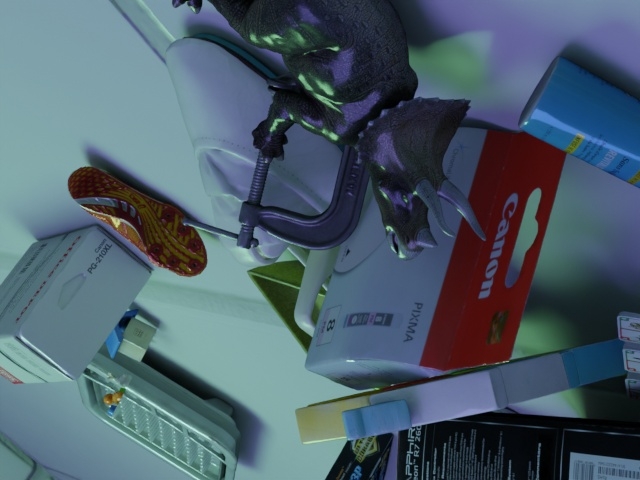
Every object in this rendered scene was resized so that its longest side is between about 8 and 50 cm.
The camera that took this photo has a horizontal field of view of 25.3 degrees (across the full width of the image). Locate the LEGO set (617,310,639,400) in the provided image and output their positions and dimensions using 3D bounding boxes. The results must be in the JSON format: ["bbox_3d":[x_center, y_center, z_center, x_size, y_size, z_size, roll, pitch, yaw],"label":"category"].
[{"bbox_3d":[0.333,0.083,0.977,0.244,0.060,0.182,8,159,18],"label":"LEGO set"}]

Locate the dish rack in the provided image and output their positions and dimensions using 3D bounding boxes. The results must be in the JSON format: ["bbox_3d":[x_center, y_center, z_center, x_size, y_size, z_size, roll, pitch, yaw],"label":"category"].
[{"bbox_3d":[-0.236,0.263,2.159,0.285,0.072,0.333,30,158,7],"label":"dish rack"}]

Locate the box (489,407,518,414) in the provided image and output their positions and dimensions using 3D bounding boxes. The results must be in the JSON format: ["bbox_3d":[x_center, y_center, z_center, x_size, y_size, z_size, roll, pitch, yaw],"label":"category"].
[{"bbox_3d":[0.147,0.337,1.551,0.076,0.242,0.307,28,157,13],"label":"box"}]

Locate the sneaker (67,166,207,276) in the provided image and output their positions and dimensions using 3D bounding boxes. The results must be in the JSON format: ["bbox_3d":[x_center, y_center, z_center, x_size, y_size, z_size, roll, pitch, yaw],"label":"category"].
[{"bbox_3d":[-0.191,-0.024,1.529,0.175,0.064,0.067,38,178,3],"label":"sneaker"}]

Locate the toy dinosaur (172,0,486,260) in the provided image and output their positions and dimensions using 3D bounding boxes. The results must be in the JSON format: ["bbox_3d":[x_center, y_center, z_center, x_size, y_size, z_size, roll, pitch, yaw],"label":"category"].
[{"bbox_3d":[0.001,-0.139,0.962,0.160,0.121,0.314,-6,122,44],"label":"toy dinosaur"}]

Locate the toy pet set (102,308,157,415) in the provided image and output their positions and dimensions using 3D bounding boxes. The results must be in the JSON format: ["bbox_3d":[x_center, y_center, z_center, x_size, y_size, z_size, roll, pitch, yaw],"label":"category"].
[{"bbox_3d":[-0.273,0.152,1.919,0.065,0.122,0.114,27,139,-4],"label":"toy pet set"}]

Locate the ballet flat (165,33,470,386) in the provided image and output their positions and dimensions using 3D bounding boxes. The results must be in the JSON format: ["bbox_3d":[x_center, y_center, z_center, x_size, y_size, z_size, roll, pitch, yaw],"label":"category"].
[{"bbox_3d":[0.000,0.000,1.197,0.400,0.139,0.139,44,156,-24],"label":"ballet flat"}]

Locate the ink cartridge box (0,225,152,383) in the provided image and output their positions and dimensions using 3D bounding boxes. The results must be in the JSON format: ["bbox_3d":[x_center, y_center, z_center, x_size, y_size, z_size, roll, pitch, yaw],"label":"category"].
[{"bbox_3d":[-0.334,0.084,1.780,0.100,0.172,0.237,41,157,-20],"label":"ink cartridge box"}]

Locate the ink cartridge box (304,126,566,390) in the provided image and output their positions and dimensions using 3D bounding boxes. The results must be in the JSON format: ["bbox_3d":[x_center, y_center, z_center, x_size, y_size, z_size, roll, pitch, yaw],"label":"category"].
[{"bbox_3d":[0.078,0.003,1.015,0.066,0.189,0.232,22,162,-15],"label":"ink cartridge box"}]

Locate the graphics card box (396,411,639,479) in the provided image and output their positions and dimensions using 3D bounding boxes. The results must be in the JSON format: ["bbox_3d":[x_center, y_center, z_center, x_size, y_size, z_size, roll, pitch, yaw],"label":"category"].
[{"bbox_3d":[0.257,0.194,1.169,0.232,0.094,0.371,9,171,-31],"label":"graphics card box"}]

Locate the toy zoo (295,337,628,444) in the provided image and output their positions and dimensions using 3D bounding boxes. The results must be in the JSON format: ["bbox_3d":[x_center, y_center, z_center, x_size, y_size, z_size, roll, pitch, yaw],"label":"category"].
[{"bbox_3d":[0.117,0.113,1.087,0.192,0.030,0.293,-17,172,43],"label":"toy zoo"}]

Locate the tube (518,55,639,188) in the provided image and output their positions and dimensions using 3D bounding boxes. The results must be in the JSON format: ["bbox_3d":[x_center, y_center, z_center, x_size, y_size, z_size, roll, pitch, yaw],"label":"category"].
[{"bbox_3d":[0.228,-0.047,0.902,0.207,0.052,0.080,28,169,-1],"label":"tube"}]

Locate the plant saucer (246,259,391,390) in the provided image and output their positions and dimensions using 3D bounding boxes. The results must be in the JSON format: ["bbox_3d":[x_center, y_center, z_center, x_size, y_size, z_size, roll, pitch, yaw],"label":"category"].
[{"bbox_3d":[0.042,0.088,1.437,0.188,0.045,0.188,16,153,38],"label":"plant saucer"}]

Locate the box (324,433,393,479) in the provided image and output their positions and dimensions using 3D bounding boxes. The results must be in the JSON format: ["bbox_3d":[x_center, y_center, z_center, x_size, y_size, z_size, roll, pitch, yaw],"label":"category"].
[{"bbox_3d":[0.025,0.341,1.816,0.051,0.175,0.220,28,158,11],"label":"box"}]

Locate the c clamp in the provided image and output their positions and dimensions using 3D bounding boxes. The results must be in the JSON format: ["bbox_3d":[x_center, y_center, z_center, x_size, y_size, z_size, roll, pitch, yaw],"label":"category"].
[{"bbox_3d":[-0.026,-0.061,1.092,0.137,0.161,0.022,23,-168,16],"label":"c clamp"}]
